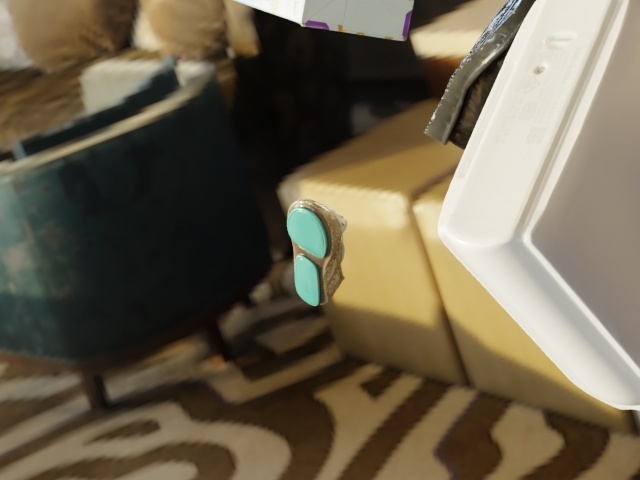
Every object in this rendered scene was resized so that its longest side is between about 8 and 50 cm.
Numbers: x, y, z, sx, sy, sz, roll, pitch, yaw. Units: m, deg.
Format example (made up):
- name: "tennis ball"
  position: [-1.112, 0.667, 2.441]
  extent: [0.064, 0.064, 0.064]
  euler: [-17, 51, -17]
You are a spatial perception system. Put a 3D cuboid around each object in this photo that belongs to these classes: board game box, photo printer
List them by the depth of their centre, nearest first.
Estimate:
- name: "photo printer"
  position: [0.241, -0.021, 1.230]
  extent: [0.107, 0.307, 0.256]
  euler: [5, 60, 42]
- name: "board game box"
  position: [-0.003, -0.342, 1.855]
  extent: [0.142, 0.144, 0.275]
  euler: [5, 13, -26]

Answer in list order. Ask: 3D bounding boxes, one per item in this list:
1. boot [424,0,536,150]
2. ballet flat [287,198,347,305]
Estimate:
- name: "boot"
  position: [0.294, -0.162, 1.918]
  extent: [0.131, 0.260, 0.348]
  euler: [-56, -3, -20]
- name: "ballet flat"
  position: [0.000, 0.000, 1.859]
  extent: [0.073, 0.206, 0.067]
  euler: [35, 62, 19]
